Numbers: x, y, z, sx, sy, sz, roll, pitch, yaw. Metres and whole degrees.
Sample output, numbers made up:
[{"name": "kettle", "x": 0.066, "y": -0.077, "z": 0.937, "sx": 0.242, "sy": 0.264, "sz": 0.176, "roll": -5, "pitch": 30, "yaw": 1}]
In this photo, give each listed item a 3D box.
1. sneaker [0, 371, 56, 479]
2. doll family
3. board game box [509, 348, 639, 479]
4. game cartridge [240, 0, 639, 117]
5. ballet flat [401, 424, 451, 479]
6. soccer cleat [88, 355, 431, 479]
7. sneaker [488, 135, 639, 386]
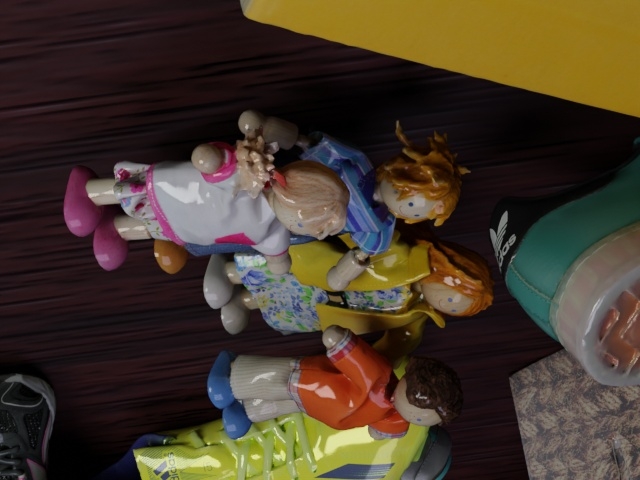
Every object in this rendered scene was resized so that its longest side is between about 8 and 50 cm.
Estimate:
[{"name": "sneaker", "x": -0.198, "y": 0.147, "z": 0.984, "sx": 0.072, "sy": 0.077, "sz": 0.178, "roll": -6, "pitch": 146, "yaw": -3}, {"name": "doll family", "x": 0.000, "y": 0.000, "z": 0.790, "sx": 0.163, "sy": 0.118, "sz": 0.263, "roll": -4, "pitch": 143, "yaw": 24}, {"name": "board game box", "x": 0.283, "y": 0.204, "z": 1.029, "sx": 0.141, "sy": 0.232, "sz": 0.291, "roll": -31, "pitch": 139, "yaw": 31}, {"name": "game cartridge", "x": 0.158, "y": -0.175, "z": 0.609, "sx": 0.285, "sy": 0.052, "sz": 0.323, "roll": 11, "pitch": 140, "yaw": -26}, {"name": "ballet flat", "x": 0.003, "y": 0.173, "z": 1.089, "sx": 0.068, "sy": 0.072, "sz": 0.213, "roll": 39, "pitch": 128, "yaw": -16}, {"name": "soccer cleat", "x": -0.053, "y": 0.150, "z": 1.004, "sx": 0.289, "sy": 0.093, "sz": 0.121, "roll": -31, "pitch": 138, "yaw": 32}, {"name": "sneaker", "x": 0.228, "y": -0.022, "z": 0.813, "sx": 0.302, "sy": 0.121, "sz": 0.108, "roll": -14, "pitch": 128, "yaw": -24}]
